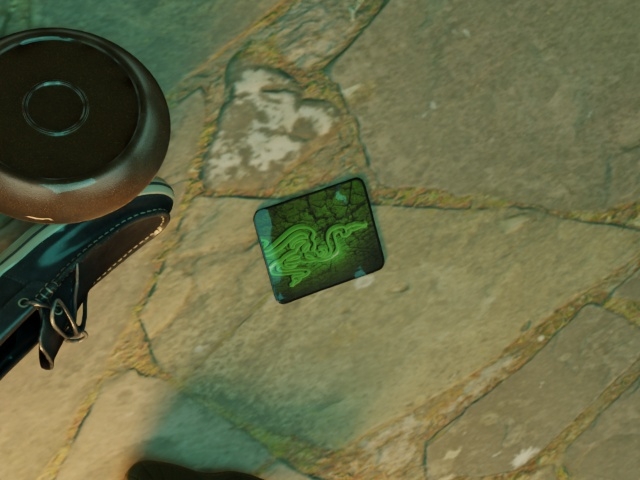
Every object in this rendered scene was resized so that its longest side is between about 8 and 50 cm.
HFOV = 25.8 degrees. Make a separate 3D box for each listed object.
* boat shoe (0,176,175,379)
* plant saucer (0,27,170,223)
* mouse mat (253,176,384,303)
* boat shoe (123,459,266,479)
[{"bbox_3d":[-0.384,0.093,1.875,0.500,0.187,0.156,-38,76,-19],"label":"boat shoe"},{"bbox_3d":[-0.355,-0.168,1.870,0.311,0.050,0.310,4,63,-8],"label":"plant saucer"},{"bbox_3d":[0.000,0.000,2.135,0.190,0.007,0.152,-19,102,-17],"label":"mouse mat"},{"bbox_3d":[-0.162,0.409,2.075,0.302,0.109,0.098,16,129,-22],"label":"boat shoe"}]
